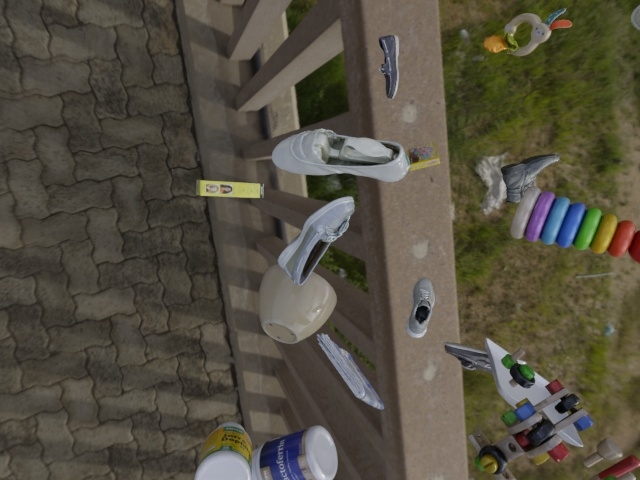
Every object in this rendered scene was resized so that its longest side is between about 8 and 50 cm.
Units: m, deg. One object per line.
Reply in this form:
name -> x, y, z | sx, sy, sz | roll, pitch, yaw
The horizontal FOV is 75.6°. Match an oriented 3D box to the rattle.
rattle -> 0.639, -0.654, 1.280 | 0.143, 0.200, 0.130 | 4, 99, -33

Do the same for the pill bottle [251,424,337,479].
pill bottle -> -0.096, 0.661, 1.226 | 0.265, 0.153, 0.153 | -27, 110, 20

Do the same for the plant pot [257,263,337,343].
plant pot -> -0.105, 0.245, 1.445 | 0.284, 0.284, 0.190 | 43, 47, -21

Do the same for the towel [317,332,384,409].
towel -> 0.094, 0.381, 1.186 | 0.034, 0.209, 0.285 | -39, 146, -2

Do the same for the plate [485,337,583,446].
plate -> 0.616, 0.451, 1.238 | 0.278, 0.277, 0.045 | 35, 111, 0

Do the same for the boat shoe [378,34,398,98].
boat shoe -> 0.226, -0.588, 1.405 | 0.065, 0.075, 0.205 | -3, 101, -10

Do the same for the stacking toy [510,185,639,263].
stacking toy -> 0.645, -0.020, 0.988 | 0.141, 0.331, 0.141 | -39, 141, -41

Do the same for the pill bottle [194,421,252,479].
pill bottle -> -0.214, 0.498, 0.941 | 0.118, 0.208, 0.117 | 0, 87, -8

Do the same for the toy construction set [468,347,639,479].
toy construction set -> 0.497, 0.469, 0.939 | 0.309, 0.257, 0.237 | 38, 119, 10

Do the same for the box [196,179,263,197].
box -> -0.334, -0.189, 1.526 | 0.233, 0.087, 0.058 | -1, 99, -25

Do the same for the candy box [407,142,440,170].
candy box -> 0.368, -0.304, 1.487 | 0.105, 0.206, 0.027 | -10, 115, 15

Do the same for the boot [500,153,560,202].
boot -> 0.856, -0.250, 1.678 | 0.247, 0.083, 0.161 | -18, 104, -1

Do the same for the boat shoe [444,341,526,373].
boat shoe -> 0.566, 0.426, 1.414 | 0.336, 0.112, 0.095 | 17, 83, -18

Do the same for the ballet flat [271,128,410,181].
ballet flat -> 0.049, -0.251, 1.147 | 0.401, 0.139, 0.139 | 10, 97, 11

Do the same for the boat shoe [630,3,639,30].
boat shoe -> 0.746, -0.420, 0.819 | 0.233, 0.084, 0.079 | 40, 75, 7

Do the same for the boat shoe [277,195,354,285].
boat shoe -> -0.002, 0.001, 1.151 | 0.320, 0.118, 0.103 | -46, 72, 31

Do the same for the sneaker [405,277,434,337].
sneaker -> 0.412, 0.251, 1.640 | 0.099, 0.121, 0.262 | 14, 56, 5
